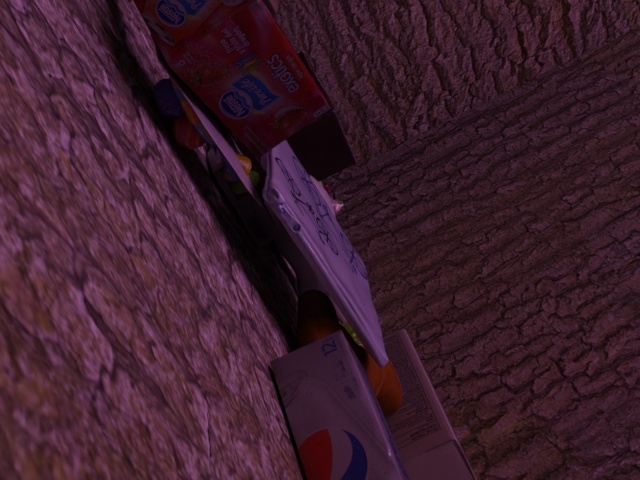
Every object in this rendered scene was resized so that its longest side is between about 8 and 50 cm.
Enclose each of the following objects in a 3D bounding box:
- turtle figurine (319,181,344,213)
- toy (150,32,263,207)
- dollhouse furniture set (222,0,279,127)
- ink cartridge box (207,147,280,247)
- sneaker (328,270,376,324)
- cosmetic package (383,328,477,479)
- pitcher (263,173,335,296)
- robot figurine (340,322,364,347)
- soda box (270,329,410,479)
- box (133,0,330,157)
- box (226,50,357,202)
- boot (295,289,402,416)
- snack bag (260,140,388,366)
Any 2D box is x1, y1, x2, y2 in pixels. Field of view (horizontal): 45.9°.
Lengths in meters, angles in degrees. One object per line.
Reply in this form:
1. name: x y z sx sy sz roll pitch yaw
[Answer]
1. turtle figurine: -0.034 -0.208 2.007 0.274 0.198 0.266 -103 171 -57
2. toy: -0.156 -0.145 0.933 0.237 0.056 0.137 53 8 -39
3. dollhouse furniture set: -0.219 -0.376 1.275 0.286 0.198 0.303 56 32 -51
4. ink cartridge box: -0.130 -0.090 1.152 0.145 0.045 0.179 61 -4 -33
5. sneaker: 0.065 0.097 1.916 0.105 0.115 0.281 61 5 -43
6. cosmetic package: 0.141 0.308 1.301 0.129 0.153 0.296 61 6 -29
7. pitcher: -0.030 -0.015 1.378 0.178 0.125 0.207 -113 -174 -73
8. robot figurine: 0.062 0.212 1.488 0.115 0.067 0.101 -111 -162 -52
9. soda box: 0.038 0.240 0.780 0.098 0.091 0.286 62 5 -51
10. box: -0.101 -0.225 0.914 0.128 0.123 0.257 60 7 24
11. box: -0.070 -0.200 1.391 0.167 0.203 0.168 60 7 -56
12. boot: 0.048 0.226 1.086 0.295 0.104 0.211 56 13 -32
13. snack bag: 0.000 0.000 1.122 0.323 0.037 0.342 58 9 -23
